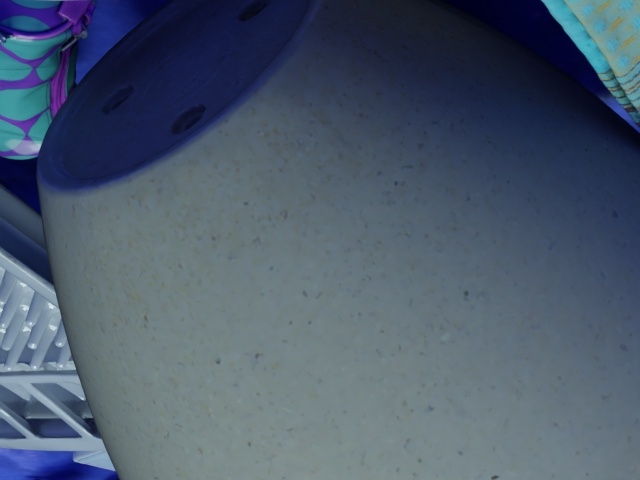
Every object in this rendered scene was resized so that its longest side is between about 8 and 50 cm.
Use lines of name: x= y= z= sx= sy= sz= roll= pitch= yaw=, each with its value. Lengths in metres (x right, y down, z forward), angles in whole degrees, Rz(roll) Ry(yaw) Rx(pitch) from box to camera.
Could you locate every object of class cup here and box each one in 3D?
cup: x=0.000 y=0.000 z=0.959 sx=0.331 sy=0.331 sz=0.237 roll=-17 pitch=124 yaw=38

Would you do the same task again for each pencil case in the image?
pencil case: x=-0.148 y=-0.096 z=0.990 sx=0.070 sy=0.064 sz=0.151 roll=39 pitch=158 yaw=6

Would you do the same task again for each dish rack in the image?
dish rack: x=-0.225 y=0.022 z=1.169 sx=0.285 sy=0.072 sz=0.333 roll=-4 pitch=147 yaw=42

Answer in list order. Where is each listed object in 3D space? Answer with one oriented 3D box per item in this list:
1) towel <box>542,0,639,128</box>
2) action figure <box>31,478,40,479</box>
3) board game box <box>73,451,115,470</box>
towel: x=0.197 y=-0.161 z=0.762 sx=0.271 sy=0.040 sz=0.370 roll=-23 pitch=150 yaw=17
action figure: x=-0.177 y=0.243 z=1.740 sx=0.185 sy=0.099 sz=0.285 roll=-6 pitch=172 yaw=-24
board game box: x=0.023 y=0.146 z=1.561 sx=0.319 sy=0.066 sz=0.318 roll=20 pitch=152 yaw=-36
